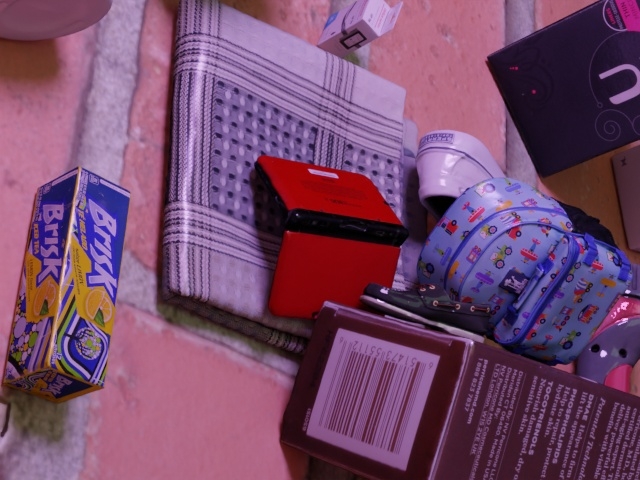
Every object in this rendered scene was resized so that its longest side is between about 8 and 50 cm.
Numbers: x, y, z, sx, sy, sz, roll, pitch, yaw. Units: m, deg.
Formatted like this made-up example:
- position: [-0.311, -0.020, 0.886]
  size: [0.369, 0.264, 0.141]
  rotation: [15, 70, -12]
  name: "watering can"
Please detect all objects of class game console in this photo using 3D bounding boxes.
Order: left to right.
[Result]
- position: [0.000, 0.000, 1.228]
  size: [0.144, 0.085, 0.124]
  rotation: [9, 38, -43]
  name: "game console"

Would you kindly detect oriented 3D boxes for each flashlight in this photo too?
- position: [0.326, 0.174, 1.495]
  size: [0.103, 0.103, 0.304]
  rotation: [30, 51, -29]
  name: "flashlight"

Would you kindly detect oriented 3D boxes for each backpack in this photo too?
- position: [0.189, 0.027, 1.316]
  size: [0.173, 0.158, 0.117]
  rotation: [25, 19, -35]
  name: "backpack"

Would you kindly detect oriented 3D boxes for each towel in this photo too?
- position: [-0.007, -0.043, 1.274]
  size: [0.324, 0.056, 0.312]
  rotation: [24, 56, -39]
  name: "towel"

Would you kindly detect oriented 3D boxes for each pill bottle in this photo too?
- position: [-0.234, -0.265, 1.090]
  size: [0.112, 0.112, 0.186]
  rotation: [3, 70, -47]
  name: "pill bottle"

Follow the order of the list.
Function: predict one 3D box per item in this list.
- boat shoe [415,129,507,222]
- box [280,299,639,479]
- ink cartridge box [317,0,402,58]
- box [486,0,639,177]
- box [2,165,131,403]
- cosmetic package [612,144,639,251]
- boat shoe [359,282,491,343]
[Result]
- position: [0.170, -0.014, 1.414]
  size: [0.258, 0.095, 0.084]
  rotation: [37, 54, -41]
  name: "boat shoe"
- position: [0.175, 0.175, 1.238]
  size: [0.381, 0.191, 0.143]
  rotation: [22, 83, -41]
  name: "box"
- position: [0.040, -0.220, 1.385]
  size: [0.028, 0.083, 0.048]
  rotation: [43, 45, -26]
  name: "ink cartridge box"
- position: [0.359, -0.203, 1.576]
  size: [0.143, 0.270, 0.165]
  rotation: [-27, 93, -49]
  name: "box"
- position: [-0.190, 0.033, 1.037]
  size: [0.054, 0.059, 0.169]
  rotation: [28, 54, -39]
  name: "box"
- position: [0.533, -0.062, 1.733]
  size: [0.225, 0.224, 0.138]
  rotation: [16, 61, -42]
  name: "cosmetic package"
- position: [0.095, 0.059, 1.238]
  size: [0.133, 0.049, 0.042]
  rotation: [17, 85, -24]
  name: "boat shoe"
